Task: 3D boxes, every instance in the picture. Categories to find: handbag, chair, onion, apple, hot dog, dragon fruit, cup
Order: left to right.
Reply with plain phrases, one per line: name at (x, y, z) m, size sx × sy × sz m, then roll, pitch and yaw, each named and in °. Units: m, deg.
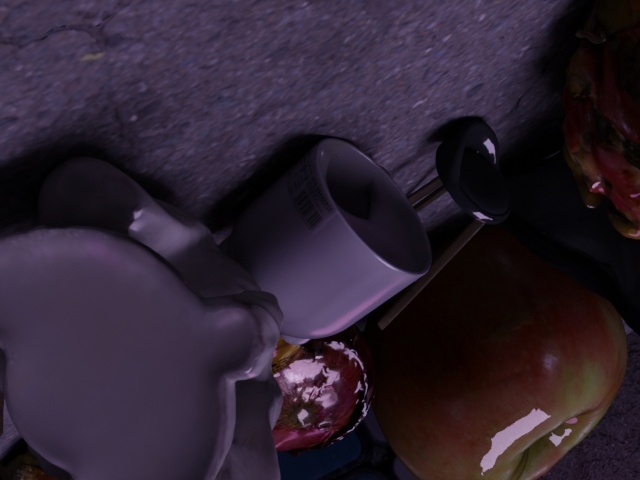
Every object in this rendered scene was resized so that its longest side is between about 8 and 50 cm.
hot dog at (-0.301, 0.254, 1.246) m, size 0.169 × 0.078 × 0.061 m, roll -30°, pitch -163°, yaw 32°
onion at (-0.032, 0.141, 1.295) m, size 0.184 × 0.147 × 0.183 m, roll -8°, pitch 119°, yaw -16°
cup at (-0.008, -0.003, 0.987) m, size 0.142 × 0.173 × 0.134 m, roll -39°, pitch 129°, yaw 26°
chair at (0.098, -0.012, 1.137) m, size 0.221 × 0.095 × 0.104 m, roll -45°, pitch 169°, yaw 34°
apple at (0.194, 0.133, 1.403) m, size 0.319 × 0.277 × 0.319 m, roll -31°, pitch 153°, yaw -17°
handbag at (0.315, -0.016, 1.182) m, size 0.192 × 0.332 × 0.074 m, roll -25°, pitch 126°, yaw -16°
dragon fruit at (0.335, -0.112, 1.010) m, size 0.250 × 0.269 × 0.291 m, roll -6°, pitch 148°, yaw -34°

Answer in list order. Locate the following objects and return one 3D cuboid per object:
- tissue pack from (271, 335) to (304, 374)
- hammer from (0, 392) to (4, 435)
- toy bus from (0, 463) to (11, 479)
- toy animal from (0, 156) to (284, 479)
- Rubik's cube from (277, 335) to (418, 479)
tissue pack at (-0.137, 0.118, 1.115) m, size 0.226 × 0.092 × 0.183 m, roll -33°, pitch 161°, yaw -3°
hammer at (-0.273, 0.110, 0.973) m, size 0.125 × 0.027 × 0.297 m, roll -25°, pitch 161°, yaw -27°
toy bus at (-0.359, 0.240, 1.002) m, size 0.157 × 0.139 × 0.289 m, roll -35°, pitch 163°, yaw -2°
toy animal at (-0.110, 0.081, 0.832) m, size 0.206 × 0.271 × 0.265 m, roll -28°, pitch 175°, yaw 6°
Rubik's cube at (0.032, 0.342, 1.610) m, size 0.318 × 0.316 × 0.313 m, roll -21°, pitch 159°, yaw -26°
